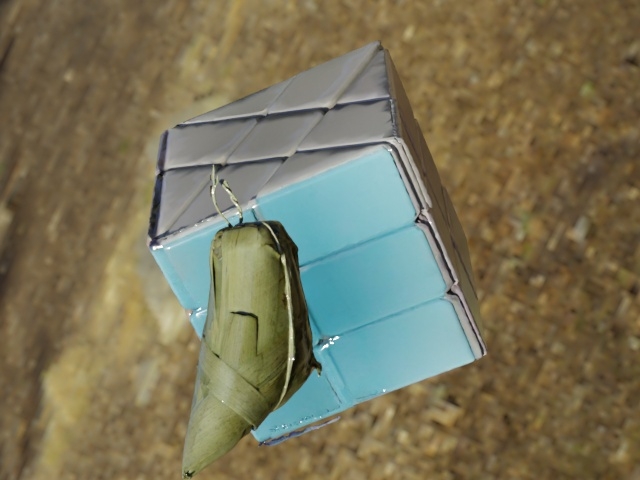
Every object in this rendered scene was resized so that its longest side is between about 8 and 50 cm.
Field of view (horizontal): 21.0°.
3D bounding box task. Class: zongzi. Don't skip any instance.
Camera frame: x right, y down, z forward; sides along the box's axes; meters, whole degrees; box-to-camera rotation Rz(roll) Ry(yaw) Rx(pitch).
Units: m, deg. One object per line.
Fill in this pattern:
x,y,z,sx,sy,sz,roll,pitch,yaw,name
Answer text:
-0.057,0.046,1.011,0.062,0.154,0.130,9,32,32,zongzi

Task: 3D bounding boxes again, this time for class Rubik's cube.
0.000,0.000,1.504,0.231,0.224,0.221,-22,27,10,Rubik's cube
